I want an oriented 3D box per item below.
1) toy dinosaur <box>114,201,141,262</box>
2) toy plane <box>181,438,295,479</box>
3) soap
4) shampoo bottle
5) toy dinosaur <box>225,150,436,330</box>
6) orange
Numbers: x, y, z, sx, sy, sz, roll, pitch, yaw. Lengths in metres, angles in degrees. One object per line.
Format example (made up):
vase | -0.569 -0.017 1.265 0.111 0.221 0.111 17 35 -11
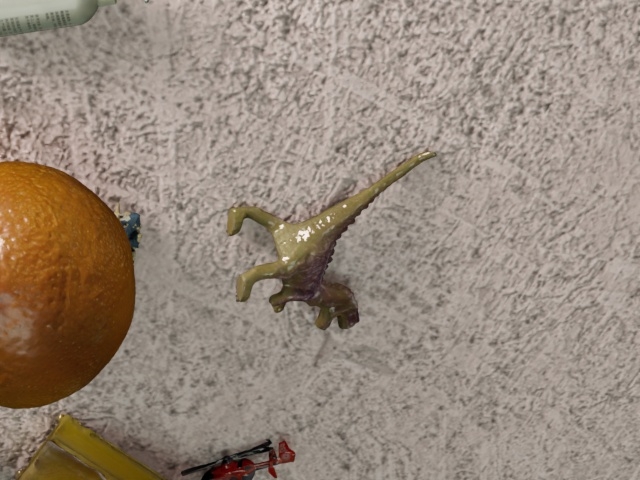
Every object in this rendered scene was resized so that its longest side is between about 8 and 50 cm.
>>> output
toy dinosaur | -0.222 0.000 1.547 0.047 0.030 0.083 12 124 -17
toy plane | -0.099 0.290 1.792 0.145 0.037 0.060 -17 118 9
soap | -0.260 0.328 1.722 0.233 0.076 0.135 36 116 -6
shampoo bottle | -0.259 -0.228 1.349 0.195 0.056 0.056 -9 128 -4
toy dinosaur | -0.002 -0.002 1.576 0.199 0.072 0.251 2 116 -24
orange | -0.310 0.048 1.437 0.264 0.264 0.264 -5 128 -6
